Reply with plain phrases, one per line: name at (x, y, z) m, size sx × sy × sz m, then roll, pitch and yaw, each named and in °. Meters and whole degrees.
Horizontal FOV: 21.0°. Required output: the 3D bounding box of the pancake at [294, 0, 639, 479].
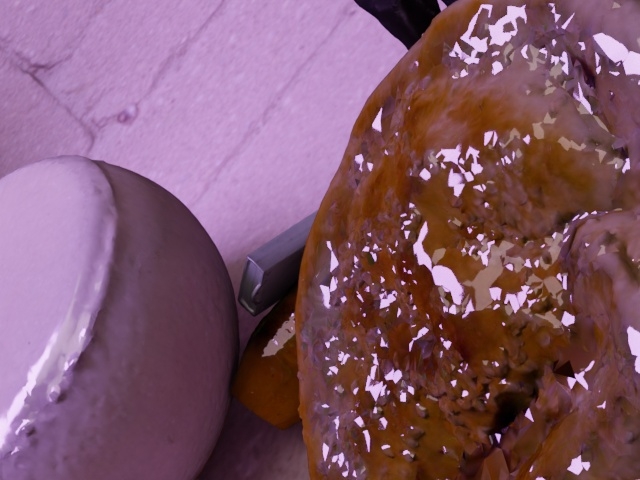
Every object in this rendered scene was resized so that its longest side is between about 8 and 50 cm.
pancake at (0.093, 0.050, 0.857) m, size 0.387 × 0.082 × 0.387 m, roll -10°, pitch 78°, yaw 57°

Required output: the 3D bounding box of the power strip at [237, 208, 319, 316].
power strip at (0.000, 0.000, 1.110) m, size 0.019 × 0.051 × 0.136 m, roll 40°, pitch 55°, yaw 23°

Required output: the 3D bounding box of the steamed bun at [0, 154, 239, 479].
steamed bun at (-0.164, 0.094, 1.132) m, size 0.283 × 0.177 × 0.283 m, roll -31°, pitch 41°, yaw 32°

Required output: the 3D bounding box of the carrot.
carrot at (0.056, -0.016, 1.084) m, size 0.314 × 0.066 × 0.066 m, roll -51°, pitch 36°, yaw 1°

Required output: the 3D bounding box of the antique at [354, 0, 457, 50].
antique at (0.110, -0.277, 1.094) m, size 0.185 × 0.255 × 0.322 m, roll 27°, pitch 83°, yaw 51°
